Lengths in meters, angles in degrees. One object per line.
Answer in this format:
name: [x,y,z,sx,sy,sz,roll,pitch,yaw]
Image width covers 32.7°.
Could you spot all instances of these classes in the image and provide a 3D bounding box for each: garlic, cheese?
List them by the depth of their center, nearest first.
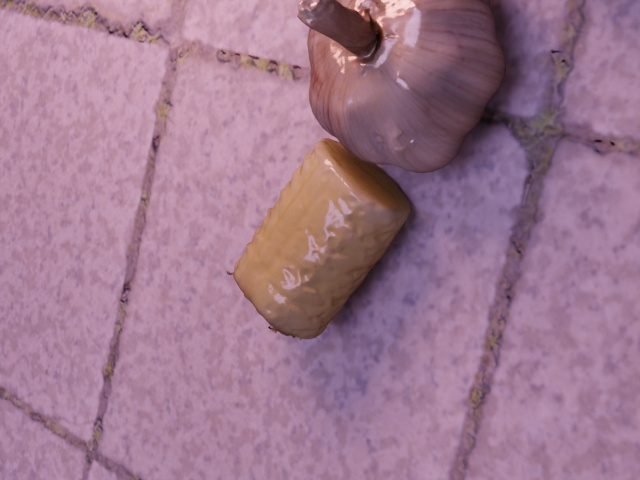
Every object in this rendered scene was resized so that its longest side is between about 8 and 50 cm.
garlic: [0.041,-0.158,0.926,0.199,0.226,0.199,-3,85,35]
cheese: [0.000,0.000,1.041,0.167,0.094,0.123,-56,46,19]
